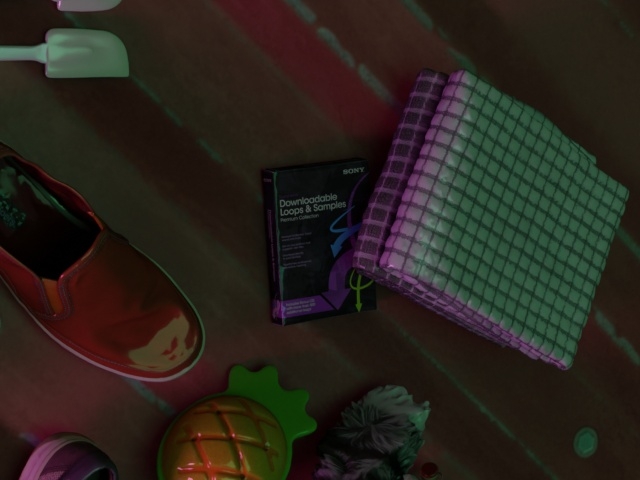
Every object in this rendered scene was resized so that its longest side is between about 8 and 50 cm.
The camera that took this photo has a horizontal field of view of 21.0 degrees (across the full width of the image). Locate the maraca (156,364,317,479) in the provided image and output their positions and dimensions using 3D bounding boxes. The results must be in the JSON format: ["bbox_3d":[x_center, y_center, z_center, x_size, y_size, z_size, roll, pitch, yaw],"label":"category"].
[{"bbox_3d":[-0.084,0.202,1.720,0.127,0.099,0.185,38,59,6],"label":"maraca"}]

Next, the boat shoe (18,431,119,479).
[{"bbox_3d":[-0.261,0.323,1.617,0.103,0.092,0.285,22,85,-29],"label":"boat shoe"}]

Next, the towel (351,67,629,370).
[{"bbox_3d":[0.179,-0.022,1.826,0.284,0.121,0.235,30,74,-35],"label":"towel"}]

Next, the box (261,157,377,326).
[{"bbox_3d":[0.000,0.000,1.782,0.116,0.029,0.162,-9,100,-29],"label":"box"}]

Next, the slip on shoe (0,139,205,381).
[{"bbox_3d":[-0.229,0.024,1.615,0.331,0.101,0.123,46,72,-27],"label":"slip on shoe"}]

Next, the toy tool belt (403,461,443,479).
[{"bbox_3d":[0.095,0.278,1.866,0.083,0.052,0.051,-35,143,-18],"label":"toy tool belt"}]

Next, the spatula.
[{"bbox_3d":[-0.289,-0.235,1.598,0.242,0.019,0.168,-2,102,-28],"label":"spatula"}]

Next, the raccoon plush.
[{"bbox_3d":[0.041,0.401,1.739,0.446,0.216,0.299,-49,151,-46],"label":"raccoon plush"}]
